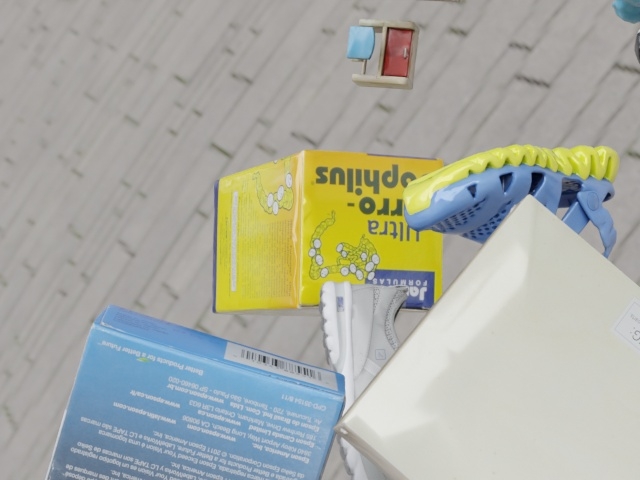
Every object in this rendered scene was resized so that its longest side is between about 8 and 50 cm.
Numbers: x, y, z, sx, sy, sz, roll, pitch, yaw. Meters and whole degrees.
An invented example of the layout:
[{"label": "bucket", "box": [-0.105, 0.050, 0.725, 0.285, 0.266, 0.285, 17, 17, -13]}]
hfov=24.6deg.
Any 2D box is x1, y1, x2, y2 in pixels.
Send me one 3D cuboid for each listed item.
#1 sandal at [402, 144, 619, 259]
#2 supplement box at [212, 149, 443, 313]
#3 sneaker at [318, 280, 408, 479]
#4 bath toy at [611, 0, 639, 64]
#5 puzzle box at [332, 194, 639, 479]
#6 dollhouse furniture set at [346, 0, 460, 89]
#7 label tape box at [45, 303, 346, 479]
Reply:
[{"label": "sandal", "box": [0.222, -0.028, 1.586, 0.126, 0.317, 0.138, -20, 78, 51]}, {"label": "supplement box", "box": [0.000, 0.000, 1.938, 0.356, 0.194, 0.195, 171, 101, -68]}, {"label": "sneaker", "box": [0.071, 0.177, 1.648, 0.105, 0.115, 0.281, 100, 162, -82]}, {"label": "bath toy", "box": [0.419, -0.137, 1.610, 0.129, 0.151, 0.348, -39, 59, 48]}, {"label": "puzzle box", "box": [0.249, 0.192, 1.272, 0.272, 0.409, 0.052, -49, -1, -19]}, {"label": "dollhouse furniture set", "box": [0.105, -0.294, 1.864, 0.129, 0.129, 0.183, 6, 86, 17]}, {"label": "label tape box", "box": [-0.139, 0.255, 1.375, 0.106, 0.241, 0.333, -99, 26, -82]}]
